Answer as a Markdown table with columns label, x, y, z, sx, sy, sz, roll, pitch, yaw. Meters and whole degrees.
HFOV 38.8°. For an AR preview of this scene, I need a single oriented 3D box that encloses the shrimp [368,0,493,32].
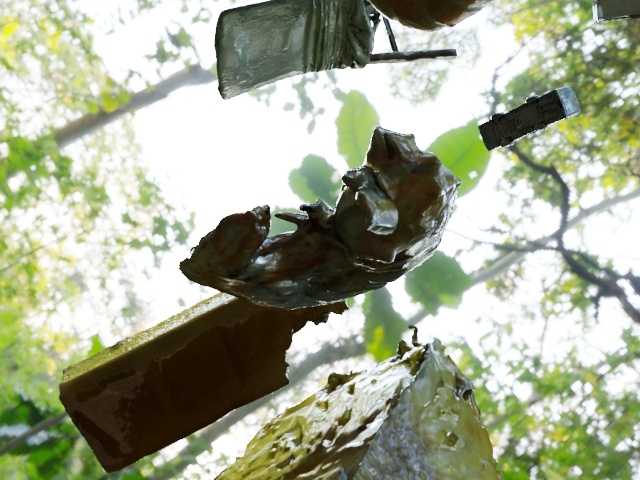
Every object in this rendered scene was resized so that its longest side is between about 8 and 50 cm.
| label | x | y | z | sx | sy | sz | roll | pitch | yaw |
| --- | --- | --- | --- | --- | --- | --- | --- | --- | --- |
| shrimp | 0.074 | -0.241 | 0.675 | 0.161 | 0.049 | 0.166 | -21 | -82 | 53 |

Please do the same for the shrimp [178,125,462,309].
| label | x | y | z | sx | sy | sz | roll | pitch | yaw |
| --- | --- | --- | --- | --- | --- | --- | --- | --- | --- |
| shrimp | 0.002 | 0.003 | 0.425 | 0.187 | 0.132 | 0.052 | 108 | -40 | -69 |

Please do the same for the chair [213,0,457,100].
| label | x | y | z | sx | sy | sz | roll | pitch | yaw |
| --- | --- | --- | --- | --- | --- | --- | --- | --- | --- |
| chair | 0.013 | -0.301 | 1.135 | 0.160 | 0.319 | 0.186 | 99 | -20 | -61 |

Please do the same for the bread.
| label | x | y | z | sx | sy | sz | roll | pitch | yaw |
| --- | --- | --- | --- | --- | --- | --- | --- | --- | --- |
| bread | -0.083 | 0.089 | 0.702 | 0.088 | 0.226 | 0.049 | 66 | -5 | -20 |

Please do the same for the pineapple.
| label | x | y | z | sx | sy | sz | roll | pitch | yaw |
| --- | --- | --- | --- | --- | --- | --- | --- | --- | --- |
| pineapple | -0.005 | 0.264 | 0.652 | 0.286 | 0.344 | 0.209 | -33 | -80 | 34 |

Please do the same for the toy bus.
| label | x | y | z | sx | sy | sz | roll | pitch | yaw |
| --- | --- | --- | --- | --- | --- | --- | --- | --- | --- |
| toy bus | 0.300 | -0.174 | 1.310 | 0.153 | 0.061 | 0.051 | -23 | -95 | 54 |

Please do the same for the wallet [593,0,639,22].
| label | x | y | z | sx | sy | sz | roll | pitch | yaw |
| --- | --- | --- | --- | --- | --- | --- | --- | --- | --- |
| wallet | 0.221 | -0.161 | 0.405 | 0.020 | 0.196 | 0.103 | -89 | 169 | -57 |
